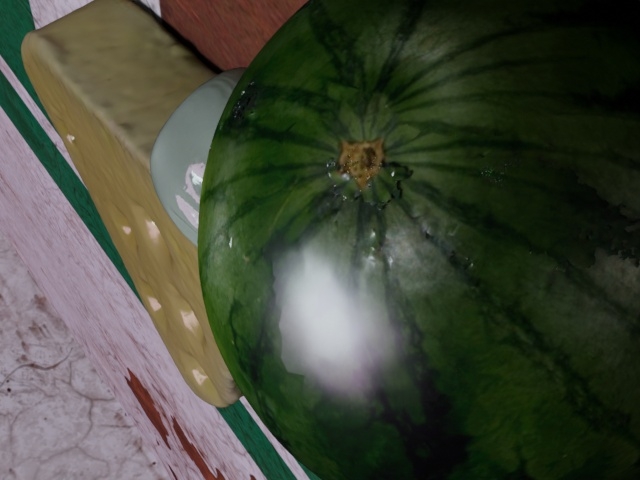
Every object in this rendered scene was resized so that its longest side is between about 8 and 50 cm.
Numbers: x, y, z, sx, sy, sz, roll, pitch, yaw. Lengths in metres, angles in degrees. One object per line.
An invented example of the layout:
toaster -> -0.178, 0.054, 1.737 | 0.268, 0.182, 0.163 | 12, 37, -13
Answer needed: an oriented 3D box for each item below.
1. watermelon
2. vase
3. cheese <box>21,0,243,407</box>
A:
watermelon -> 0.066, -0.001, 0.656 | 0.242, 0.242, 0.242 | 51, 161, 26
vase -> 0.000, 0.000, 1.047 | 0.248, 0.128, 0.128 | 46, 160, 12
cheese -> -0.101, 0.000, 1.349 | 0.384, 0.104, 0.384 | 51, 160, 27
